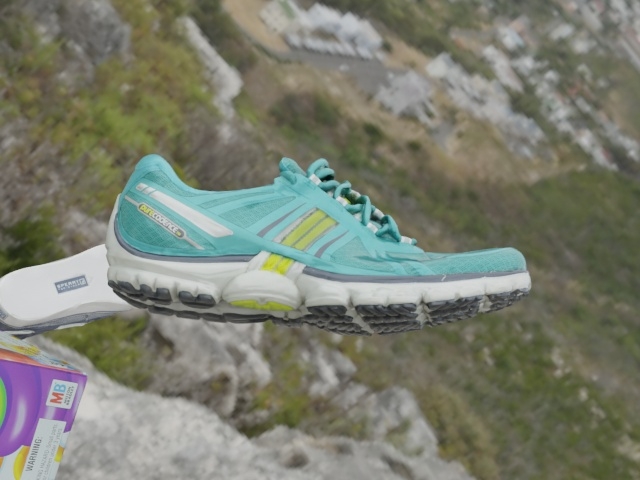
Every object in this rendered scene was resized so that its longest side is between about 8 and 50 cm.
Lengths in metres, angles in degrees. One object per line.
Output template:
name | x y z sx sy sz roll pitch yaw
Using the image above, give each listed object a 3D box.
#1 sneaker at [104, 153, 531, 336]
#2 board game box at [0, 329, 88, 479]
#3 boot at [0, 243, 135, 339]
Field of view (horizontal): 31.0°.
sneaker | 0.000 0.000 0.739 0.107 0.275 0.110 94 3 -77
board game box | -0.305 0.107 0.686 0.142 0.144 0.275 16 -2 42
boot | -0.238 0.051 1.109 0.190 0.086 0.069 -8 74 -39
